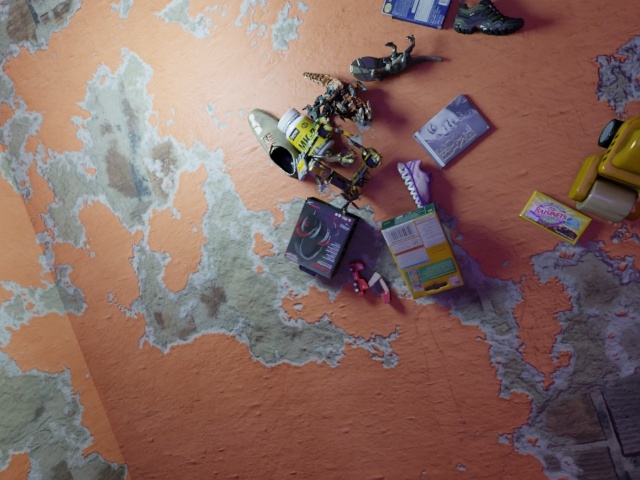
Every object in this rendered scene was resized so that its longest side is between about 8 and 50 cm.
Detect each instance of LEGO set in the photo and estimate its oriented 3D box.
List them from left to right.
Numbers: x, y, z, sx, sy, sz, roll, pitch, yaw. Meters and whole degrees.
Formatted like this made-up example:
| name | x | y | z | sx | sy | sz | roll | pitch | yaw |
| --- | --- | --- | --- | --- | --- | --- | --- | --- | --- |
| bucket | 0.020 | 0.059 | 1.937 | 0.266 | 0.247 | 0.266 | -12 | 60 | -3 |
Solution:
| name | x | y | z | sx | sy | sz | roll | pitch | yaw |
| --- | --- | --- | --- | --- | --- | --- | --- | --- | --- |
| LEGO set | 0.070 | -0.266 | 1.468 | 0.331 | 0.192 | 0.255 | 34 | 112 | -26 |

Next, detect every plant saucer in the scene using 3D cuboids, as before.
| name | x | y | z | sx | sy | sz | roll | pitch | yaw |
| --- | --- | --- | --- | --- | --- | --- | --- | --- | --- |
| plant saucer | 0.080 | -0.337 | 1.627 | 0.083 | 0.013 | 0.084 | 2 | 98 | 17 |

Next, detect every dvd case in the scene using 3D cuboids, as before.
| name | x | y | z | sx | sy | sz | roll | pitch | yaw |
| --- | --- | --- | --- | --- | --- | --- | --- | --- | --- |
| dvd case | 0.476 | -0.396 | 1.499 | 0.221 | 0.018 | 0.164 | -40 | 86 | 18 |

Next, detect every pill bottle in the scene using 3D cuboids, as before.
| name | x | y | z | sx | sy | sz | roll | pitch | yaw |
| --- | --- | --- | --- | --- | --- | --- | --- | --- | --- |
| pill bottle | -0.056 | -0.405 | 1.590 | 0.208 | 0.119 | 0.119 | 41 | 107 | 0 |

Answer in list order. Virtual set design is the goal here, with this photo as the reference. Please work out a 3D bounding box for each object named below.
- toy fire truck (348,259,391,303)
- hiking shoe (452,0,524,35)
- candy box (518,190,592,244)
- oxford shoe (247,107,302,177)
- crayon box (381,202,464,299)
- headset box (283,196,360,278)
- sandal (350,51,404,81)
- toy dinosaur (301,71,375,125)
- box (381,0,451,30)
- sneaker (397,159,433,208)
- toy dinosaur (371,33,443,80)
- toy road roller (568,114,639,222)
| name | x | y | z | sx | sy | sz | roll | pitch | yaw |
| --- | --- | --- | --- | --- | --- | --- | --- | --- | --- |
| toy fire truck | 0.200 | 0.165 | 1.648 | 0.135 | 0.047 | 0.192 | -15 | 93 | 18 |
| hiking shoe | 0.569 | -0.759 | 1.381 | 0.226 | 0.086 | 0.114 | 11 | 104 | 16 |
| candy box | 0.820 | -0.081 | 1.439 | 0.206 | 0.027 | 0.105 | 30 | 102 | 10 |
| oxford shoe | -0.179 | -0.394 | 1.633 | 0.123 | 0.130 | 0.348 | -43 | 85 | 18 |
| crayon box | 0.380 | 0.046 | 1.523 | 0.203 | 0.083 | 0.323 | -20 | 112 | 18 |
| headset box | 0.000 | 0.000 | 1.649 | 0.218 | 0.110 | 0.293 | 25 | 104 | 11 |
| sandal | 0.220 | -0.643 | 1.521 | 0.219 | 0.060 | 0.090 | -13 | 100 | 4 |
| toy dinosaur | 0.056 | -0.526 | 1.552 | 0.218 | 0.164 | 0.322 | -49 | 53 | 10 |
| box | 0.346 | -0.848 | 1.460 | 0.225 | 0.036 | 0.136 | 21 | 103 | 12 |
| sneaker | 0.377 | -0.200 | 1.522 | 0.104 | 0.095 | 0.236 | -26 | 89 | 11 |
| toy dinosaur | 0.294 | -0.655 | 1.461 | 0.268 | 0.064 | 0.118 | -17 | 104 | -1 |
| toy road roller | 0.955 | -0.222 | 1.265 | 0.202 | 0.240 | 0.330 | 24 | 104 | 12 |
